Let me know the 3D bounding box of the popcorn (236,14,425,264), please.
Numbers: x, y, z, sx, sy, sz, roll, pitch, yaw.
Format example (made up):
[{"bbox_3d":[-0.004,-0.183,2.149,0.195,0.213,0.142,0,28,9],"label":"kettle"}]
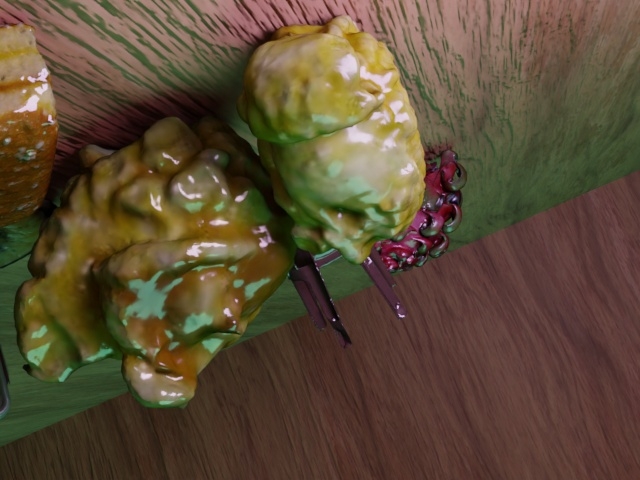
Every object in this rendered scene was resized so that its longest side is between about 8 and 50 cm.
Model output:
[{"bbox_3d":[0.017,-0.124,0.825,0.173,0.225,0.286,-15,133,12],"label":"popcorn"}]

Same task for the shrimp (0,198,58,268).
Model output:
[{"bbox_3d":[-0.461,0.010,0.915,0.290,0.054,0.222,-22,169,1],"label":"shrimp"}]

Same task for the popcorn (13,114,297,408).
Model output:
[{"bbox_3d":[-0.188,0.016,0.914,0.335,0.274,0.279,-53,177,17],"label":"popcorn"}]

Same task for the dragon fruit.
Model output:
[{"bbox_3d":[0.177,-0.050,1.471,0.272,0.198,0.218,-19,-175,-13],"label":"dragon fruit"}]

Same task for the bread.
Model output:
[{"bbox_3d":[-0.327,-0.071,0.653,0.184,0.111,0.234,-17,167,-26],"label":"bread"}]

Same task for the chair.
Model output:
[{"bbox_3d":[0.000,0.000,1.278,0.175,0.326,0.183,-29,-167,-3],"label":"chair"}]

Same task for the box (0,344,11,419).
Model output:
[{"bbox_3d":[-0.691,0.252,1.275,0.294,0.193,0.167,-13,171,-39],"label":"box"}]
